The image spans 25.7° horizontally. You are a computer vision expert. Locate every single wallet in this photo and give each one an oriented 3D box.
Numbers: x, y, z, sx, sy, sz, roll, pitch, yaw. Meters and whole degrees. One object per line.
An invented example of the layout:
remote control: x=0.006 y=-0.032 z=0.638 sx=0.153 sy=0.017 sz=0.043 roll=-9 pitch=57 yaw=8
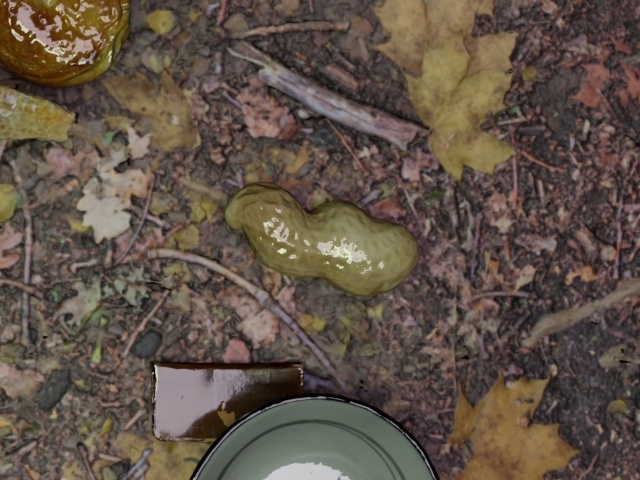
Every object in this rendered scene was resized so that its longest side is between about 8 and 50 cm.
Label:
wallet: x=-0.107 y=0.184 z=1.602 sx=0.176 sy=0.026 sz=0.095 roll=0 pitch=89 yaw=-16

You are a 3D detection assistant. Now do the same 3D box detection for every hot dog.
hot dog: x=-0.326 y=-0.275 z=1.518 sx=0.259 sy=0.114 sz=0.175 roll=39 pitch=78 yaw=-11

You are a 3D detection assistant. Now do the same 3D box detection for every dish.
dish: x=-0.015 y=0.326 z=1.582 sx=0.316 sy=0.106 sz=0.316 roll=0 pitch=89 yaw=-10

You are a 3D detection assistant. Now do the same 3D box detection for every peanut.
peanut: x=0.000 y=0.000 z=1.597 sx=0.228 sy=0.085 sz=0.104 roll=14 pitch=78 yaw=-10

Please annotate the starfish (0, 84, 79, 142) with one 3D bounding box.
starfish: x=-0.437 y=-0.173 z=1.433 sx=0.432 sy=0.082 sz=0.324 roll=-37 pitch=98 yaw=3
